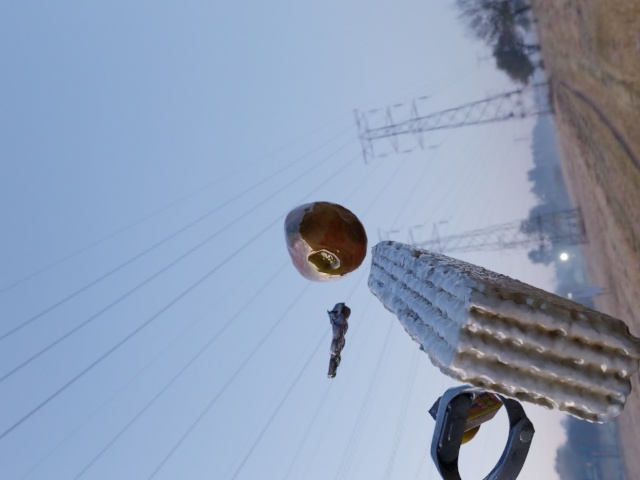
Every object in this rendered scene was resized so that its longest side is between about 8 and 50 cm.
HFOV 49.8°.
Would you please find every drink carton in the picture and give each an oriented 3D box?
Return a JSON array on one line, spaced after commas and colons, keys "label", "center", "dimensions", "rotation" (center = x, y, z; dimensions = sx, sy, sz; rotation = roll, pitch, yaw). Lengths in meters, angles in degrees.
[{"label": "drink carton", "center": [0.296, 0.343, 1.401], "dimensions": [0.165, 0.071, 0.056], "rotation": [-3, -52, -46]}]

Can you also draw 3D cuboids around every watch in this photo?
[{"label": "watch", "center": [0.277, 0.357, 1.211], "dimensions": [0.068, 0.193, 0.207], "rotation": [16, -91, -30]}]

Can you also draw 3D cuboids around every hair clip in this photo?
[{"label": "hair clip", "center": [0.033, 0.248, 1.698], "dimensions": [0.124, 0.052, 0.196], "rotation": [-8, -74, -72]}]

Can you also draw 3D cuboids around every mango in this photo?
[{"label": "mango", "center": [0.443, 0.589, 2.172], "dimensions": [0.187, 0.101, 0.066], "rotation": [-16, -46, -35]}]

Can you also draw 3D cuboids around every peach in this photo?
[{"label": "peach", "center": [0.000, 0.000, 1.793], "dimensions": [0.235, 0.214, 0.214], "rotation": [24, -123, -40]}]

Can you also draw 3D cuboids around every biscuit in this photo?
[{"label": "biscuit", "center": [0.135, 0.061, 0.664], "dimensions": [0.426, 0.143, 0.079], "rotation": [-131, 58, -85]}]
